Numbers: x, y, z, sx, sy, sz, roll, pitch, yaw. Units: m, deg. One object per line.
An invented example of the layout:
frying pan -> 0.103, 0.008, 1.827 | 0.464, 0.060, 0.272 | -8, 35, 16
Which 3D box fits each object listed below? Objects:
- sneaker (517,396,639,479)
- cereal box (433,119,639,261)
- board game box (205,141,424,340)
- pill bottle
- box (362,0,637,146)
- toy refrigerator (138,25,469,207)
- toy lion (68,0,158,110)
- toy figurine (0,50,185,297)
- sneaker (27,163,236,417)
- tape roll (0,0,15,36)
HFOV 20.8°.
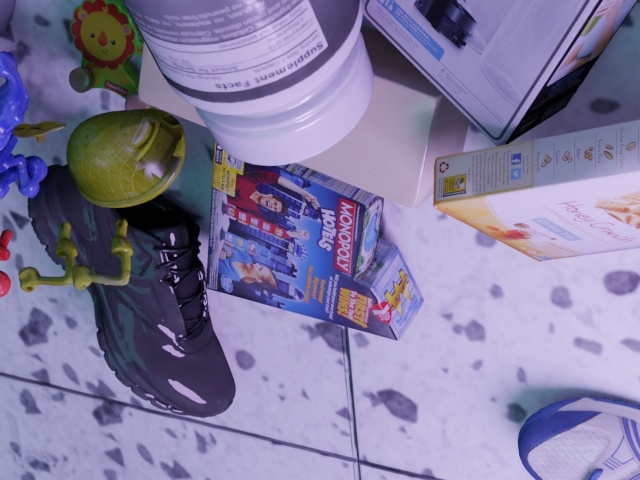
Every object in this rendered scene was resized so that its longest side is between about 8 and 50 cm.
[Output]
sneaker -> 0.288, 0.236, 1.454 | 0.296, 0.131, 0.111 | 25, 129, 19
cereal box -> 0.230, -0.037, 1.314 | 0.240, 0.173, 0.047 | -8, 69, 36
board game box -> 0.000, 0.000, 1.521 | 0.194, 0.060, 0.194 | 24, 140, 13
pill bottle -> -0.063, -0.193, 1.240 | 0.161, 0.161, 0.283 | 10, 149, 27
box -> 0.154, -0.224, 1.245 | 0.169, 0.087, 0.290 | 47, 141, 14
toy refrigerator -> -0.011, -0.131, 1.446 | 0.270, 0.094, 0.102 | 22, 121, 22
toy lion -> -0.184, -0.171, 1.576 | 0.100, 0.034, 0.096 | 26, 120, 16
toy figurine -> -0.325, -0.083, 1.535 | 0.363, 0.191, 0.217 | 1, 149, 40
sneaker -> -0.157, 0.040, 1.636 | 0.130, 0.109, 0.286 | -26, 103, 34
tape roll -> -0.390, -0.259, 1.622 | 0.219, 0.072, 0.219 | 15, 123, 25
